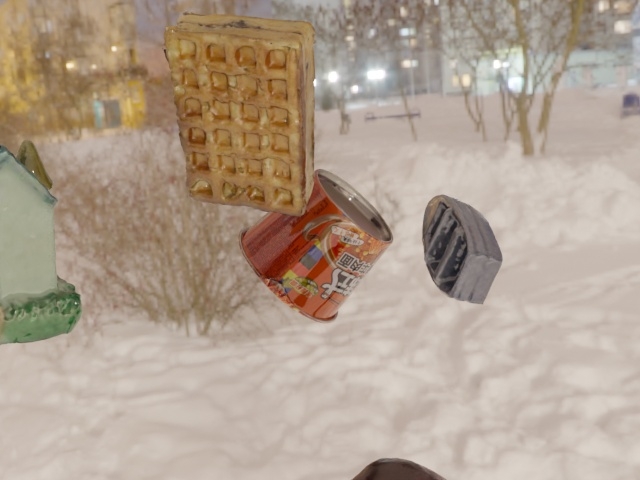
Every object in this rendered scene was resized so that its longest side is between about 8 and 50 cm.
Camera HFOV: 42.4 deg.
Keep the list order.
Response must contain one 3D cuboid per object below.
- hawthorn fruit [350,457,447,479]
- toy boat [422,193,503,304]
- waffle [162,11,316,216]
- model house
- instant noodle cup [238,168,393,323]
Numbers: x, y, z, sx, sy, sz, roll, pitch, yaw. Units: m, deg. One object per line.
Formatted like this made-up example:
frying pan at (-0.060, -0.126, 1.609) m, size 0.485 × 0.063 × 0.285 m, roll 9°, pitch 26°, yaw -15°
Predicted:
hawthorn fruit at (0.095, 0.398, 1.048) m, size 0.215 × 0.249 × 0.215 m, roll 11°, pitch 45°, yaw -11°
toy boat at (0.228, 0.003, 1.396) m, size 0.078 × 0.127 × 0.283 m, roll 14°, pitch 24°, yaw -10°
waffle at (-0.115, -0.187, 1.260) m, size 0.213 × 0.308 × 0.091 m, roll 9°, pitch 39°, yaw 12°
model house at (-0.442, -0.045, 1.000) m, size 0.267 × 0.324 × 0.194 m, roll -6°, pitch 19°, yaw -33°
instant noodle cup at (0.000, 0.000, 1.541) m, size 0.192 × 0.250 × 0.250 m, roll -47°, pitch -4°, yaw 18°
